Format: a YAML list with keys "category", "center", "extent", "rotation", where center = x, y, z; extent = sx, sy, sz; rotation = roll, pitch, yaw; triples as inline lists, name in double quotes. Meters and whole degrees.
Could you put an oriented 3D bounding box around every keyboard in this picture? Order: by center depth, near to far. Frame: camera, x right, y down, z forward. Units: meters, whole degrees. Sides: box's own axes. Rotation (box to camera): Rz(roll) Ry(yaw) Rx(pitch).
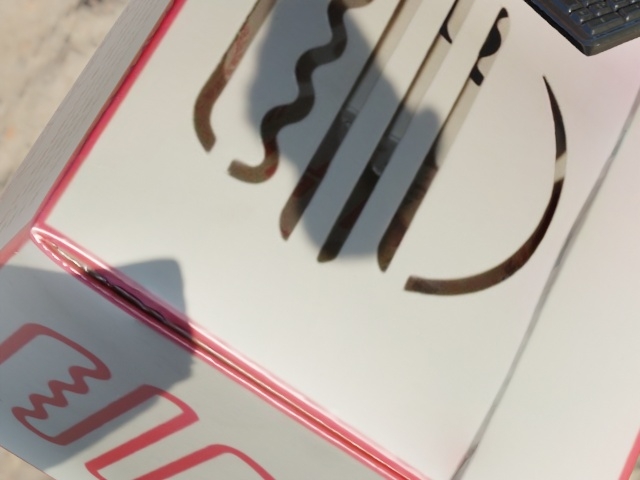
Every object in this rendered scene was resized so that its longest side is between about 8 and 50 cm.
- category: "keyboard"
  center: [0.069, -0.112, 0.598]
  extent: [0.053, 0.010, 0.155]
  rotation: [-23, 46, -18]

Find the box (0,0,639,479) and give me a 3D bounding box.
- category: "box"
  center: [0.000, 0.000, 0.929]
  extent: [0.314, 0.300, 0.312]
  rotation: [-61, 14, -26]
